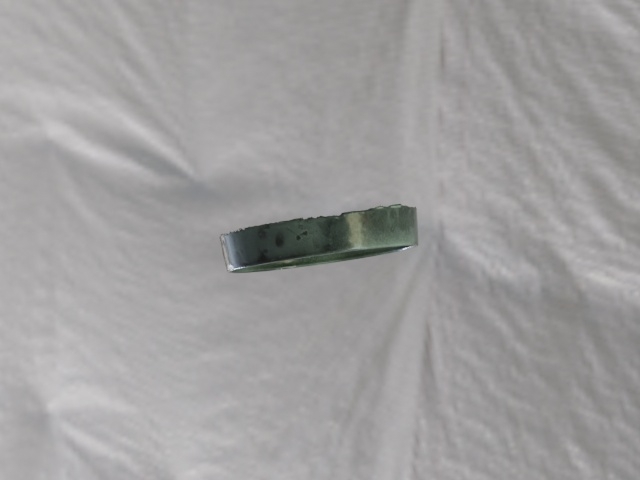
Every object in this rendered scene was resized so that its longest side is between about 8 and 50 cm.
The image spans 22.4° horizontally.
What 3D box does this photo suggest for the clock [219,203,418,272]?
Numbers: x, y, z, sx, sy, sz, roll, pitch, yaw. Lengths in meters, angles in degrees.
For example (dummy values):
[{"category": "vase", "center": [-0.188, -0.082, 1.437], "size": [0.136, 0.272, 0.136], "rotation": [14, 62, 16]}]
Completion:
[{"category": "clock", "center": [0.000, 0.000, 0.671], "size": [0.085, 0.085, 0.017], "rotation": [-13, -96, 51]}]
